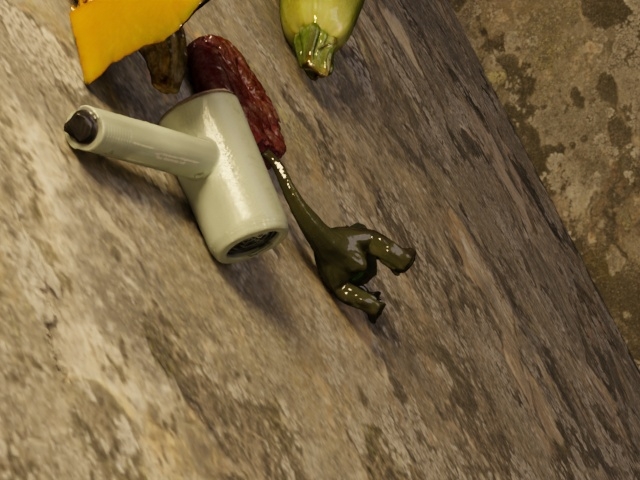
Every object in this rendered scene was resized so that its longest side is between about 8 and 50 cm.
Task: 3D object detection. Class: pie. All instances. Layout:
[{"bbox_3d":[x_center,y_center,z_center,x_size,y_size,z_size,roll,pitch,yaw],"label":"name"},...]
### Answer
[{"bbox_3d":[-0.081,-0.137,1.413,0.154,0.036,0.154,54,15,-22],"label":"pie"}]

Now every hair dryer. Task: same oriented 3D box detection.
[{"bbox_3d":[-0.112,-0.062,1.115,0.236,0.073,0.131,18,45,-64],"label":"hair dryer"}]

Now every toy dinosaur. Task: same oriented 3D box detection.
[{"bbox_3d":[0.000,0.000,1.442,0.179,0.087,0.187,32,-4,1],"label":"toy dinosaur"}]

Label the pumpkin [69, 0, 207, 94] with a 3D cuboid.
[{"bbox_3d":[-0.137,-0.212,1.198,0.126,0.131,0.248,41,26,-50],"label":"pumpkin"}]

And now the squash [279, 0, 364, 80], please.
[{"bbox_3d":[0.003,-0.303,1.825,0.137,0.137,0.287,54,18,-22],"label":"squash"}]
